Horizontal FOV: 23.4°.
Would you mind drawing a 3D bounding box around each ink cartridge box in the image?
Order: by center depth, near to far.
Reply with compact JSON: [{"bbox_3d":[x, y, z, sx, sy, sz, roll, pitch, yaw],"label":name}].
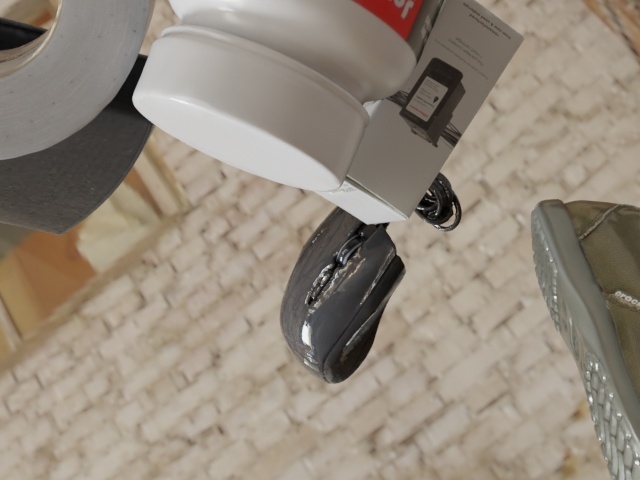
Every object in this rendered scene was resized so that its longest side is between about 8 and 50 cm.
[{"bbox_3d":[0.060,-0.087,1.055,0.063,0.109,0.150,34,-98,-10],"label":"ink cartridge box"}]

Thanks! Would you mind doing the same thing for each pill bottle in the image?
[{"bbox_3d":[0.005,-0.184,0.934,0.161,0.161,0.283,34,-104,-52],"label":"pill bottle"}]

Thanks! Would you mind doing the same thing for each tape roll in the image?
[{"bbox_3d":[-0.212,-0.162,0.954,0.219,0.072,0.219,-1,-70,-2],"label":"tape roll"}]

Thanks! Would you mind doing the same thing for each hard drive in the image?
[{"bbox_3d":[-0.223,-0.078,1.177,0.172,0.054,0.255,13,-27,-23],"label":"hard drive"}]

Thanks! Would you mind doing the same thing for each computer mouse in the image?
[{"bbox_3d":[0.000,0.000,1.378,0.060,0.184,0.262,-15,-34,-45],"label":"computer mouse"}]

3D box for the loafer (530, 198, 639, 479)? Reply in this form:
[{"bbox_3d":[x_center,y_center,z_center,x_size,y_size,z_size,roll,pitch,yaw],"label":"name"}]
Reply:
[{"bbox_3d":[0.196,0.068,0.901,0.087,0.251,0.094,-15,-34,-2],"label":"loafer"}]
